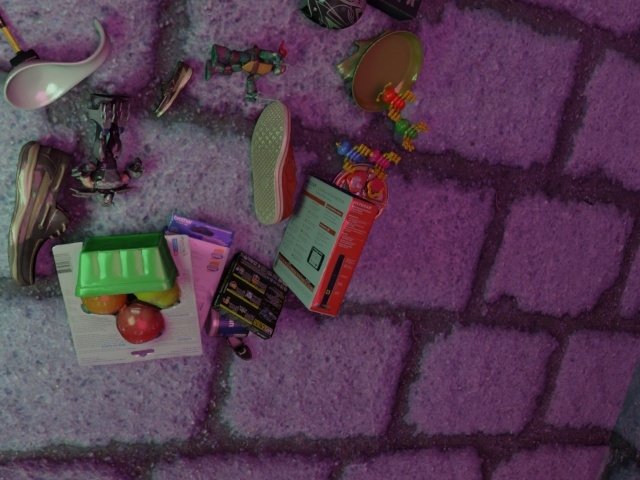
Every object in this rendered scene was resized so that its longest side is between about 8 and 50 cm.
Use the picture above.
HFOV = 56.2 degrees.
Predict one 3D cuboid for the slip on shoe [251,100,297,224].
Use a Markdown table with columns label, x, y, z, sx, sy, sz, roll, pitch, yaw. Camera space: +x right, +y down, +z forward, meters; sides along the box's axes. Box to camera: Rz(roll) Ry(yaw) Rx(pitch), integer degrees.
| label | x | y | z | sx | sy | sz | roll | pitch | yaw |
| --- | --- | --- | --- | --- | --- | --- | --- | --- | --- |
| slip on shoe | -0.118 | -0.209 | 1.633 | 0.101 | 0.123 | 0.331 | -14 | 110 | -52 |

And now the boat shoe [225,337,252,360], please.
| label | x | y | z | sx | sy | sz | roll | pitch | yaw |
| --- | --- | --- | --- | --- | --- | --- | --- | --- | --- |
| boat shoe | -0.241 | 0.315 | 1.777 | 0.046 | 0.038 | 0.125 | -34 | 116 | -9 |

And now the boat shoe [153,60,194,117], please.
| label | x | y | z | sx | sy | sz | roll | pitch | yaw |
| --- | --- | --- | --- | --- | --- | --- | --- | --- | --- |
| boat shoe | -0.376 | -0.378 | 1.497 | 0.049 | 0.056 | 0.152 | 35 | 82 | -22 |

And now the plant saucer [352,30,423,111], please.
| label | x | y | z | sx | sy | sz | roll | pitch | yaw |
| --- | --- | --- | --- | --- | --- | --- | --- | --- | --- |
| plant saucer | 0.178 | -0.469 | 1.652 | 0.241 | 0.037 | 0.241 | -25 | 142 | -21 |

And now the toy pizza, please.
| label | x | y | z | sx | sy | sz | roll | pitch | yaw |
| --- | --- | --- | --- | --- | --- | --- | --- | --- | --- |
| toy pizza | 0.119 | -0.129 | 1.785 | 0.201 | 0.032 | 0.201 | -7 | 109 | -20 |

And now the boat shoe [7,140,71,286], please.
| label | x | y | z | sx | sy | sz | roll | pitch | yaw |
| --- | --- | --- | --- | --- | --- | --- | --- | --- | --- |
| boat shoe | -0.667 | -0.054 | 1.435 | 0.130 | 0.132 | 0.355 | 7 | 105 | -24 |

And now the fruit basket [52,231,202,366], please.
| label | x | y | z | sx | sy | sz | roll | pitch | yaw |
| --- | --- | --- | --- | --- | --- | --- | --- | --- | --- |
| fruit basket | -0.481 | 0.154 | 1.536 | 0.327 | 0.165 | 0.353 | -5 | 119 | -6 |

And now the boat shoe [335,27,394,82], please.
| label | x | y | z | sx | sy | sz | roll | pitch | yaw |
| --- | --- | --- | --- | --- | --- | --- | --- | --- | --- |
| boat shoe | 0.121 | -0.525 | 1.646 | 0.190 | 0.068 | 0.072 | -45 | 101 | -5 |

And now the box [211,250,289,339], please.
| label | x | y | z | sx | sy | sz | roll | pitch | yaw |
| --- | --- | --- | --- | --- | --- | --- | --- | --- | --- |
| box | -0.190 | 0.155 | 1.686 | 0.190 | 0.045 | 0.184 | 35 | 57 | -25 |

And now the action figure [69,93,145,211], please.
| label | x | y | z | sx | sy | sz | roll | pitch | yaw |
| --- | --- | --- | --- | --- | --- | --- | --- | --- | --- |
| action figure | -0.514 | -0.206 | 1.445 | 0.185 | 0.099 | 0.285 | -21 | 121 | -60 |

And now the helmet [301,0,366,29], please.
| label | x | y | z | sx | sy | sz | roll | pitch | yaw |
| --- | --- | --- | --- | --- | --- | --- | --- | --- | --- |
| helmet | 0.035 | -0.619 | 1.522 | 0.169 | 0.161 | 0.169 | -7 | 109 | -20 |

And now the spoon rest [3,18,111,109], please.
| label | x | y | z | sx | sy | sz | roll | pitch | yaw |
| --- | --- | --- | --- | --- | --- | --- | --- | --- | --- |
| spoon rest | -0.594 | -0.393 | 1.369 | 0.276 | 0.137 | 0.084 | -40 | 73 | -9 |

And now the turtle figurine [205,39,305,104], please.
| label | x | y | z | sx | sy | sz | roll | pitch | yaw |
| --- | --- | --- | --- | --- | --- | --- | --- | --- | --- |
| turtle figurine | -0.168 | -0.438 | 1.529 | 0.234 | 0.118 | 0.175 | 3 | 146 | -21 |

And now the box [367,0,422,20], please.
| label | x | y | z | sx | sy | sz | roll | pitch | yaw |
| --- | --- | --- | --- | --- | --- | --- | --- | --- | --- |
| box | 0.200 | -0.697 | 1.603 | 0.156 | 0.093 | 0.158 | 18 | 98 | -26 |

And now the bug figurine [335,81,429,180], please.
| label | x | y | z | sx | sy | sz | roll | pitch | yaw |
| --- | --- | --- | --- | --- | --- | --- | --- | --- | --- |
| bug figurine | 0.176 | -0.300 | 1.710 | 0.279 | 0.072 | 0.216 | -48 | 132 | 11 |

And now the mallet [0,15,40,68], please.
| label | x | y | z | sx | sy | sz | roll | pitch | yaw |
| --- | --- | --- | --- | --- | --- | --- | --- | --- | --- |
| mallet | -0.697 | -0.474 | 1.345 | 0.062 | 0.039 | 0.190 | -25 | 110 | -14 |

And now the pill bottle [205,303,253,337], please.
| label | x | y | z | sx | sy | sz | roll | pitch | yaw |
| --- | --- | --- | --- | --- | --- | --- | --- | --- | --- |
| pill bottle | -0.239 | 0.230 | 1.719 | 0.169 | 0.094 | 0.094 | 5 | 105 | -24 |

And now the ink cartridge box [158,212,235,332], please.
| label | x | y | z | sx | sy | sz | roll | pitch | yaw |
| --- | --- | --- | --- | --- | --- | --- | --- | --- | --- |
| ink cartridge box | -0.369 | 0.087 | 1.639 | 0.185 | 0.065 | 0.311 | 17 | 102 | -23 |

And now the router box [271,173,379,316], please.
| label | x | y | z | sx | sy | sz | roll | pitch | yaw |
| --- | --- | --- | --- | --- | --- | --- | --- | --- | --- |
| router box | 0.000 | 0.000 | 1.608 | 0.082 | 0.335 | 0.301 | 18 | 99 | -25 |
